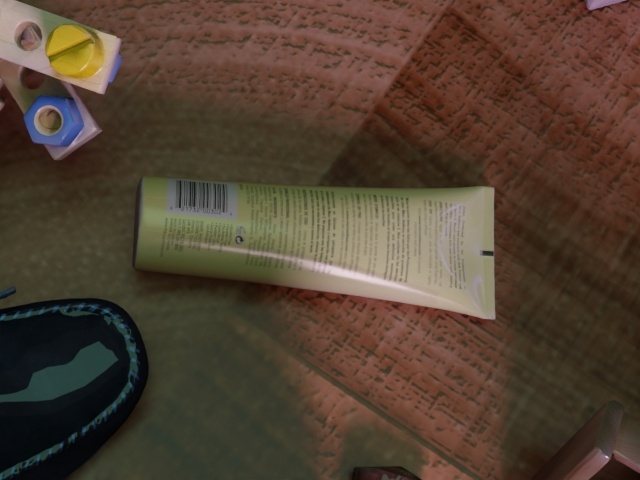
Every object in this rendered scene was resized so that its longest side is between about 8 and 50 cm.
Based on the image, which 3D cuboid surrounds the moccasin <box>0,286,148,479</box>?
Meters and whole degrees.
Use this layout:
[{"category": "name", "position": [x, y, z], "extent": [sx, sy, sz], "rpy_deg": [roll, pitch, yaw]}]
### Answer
[{"category": "moccasin", "position": [-0.255, 0.126, 0.640], "extent": [0.342, 0.117, 0.138], "rpy_deg": [-26, 77, -14]}]

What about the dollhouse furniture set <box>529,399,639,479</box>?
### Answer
[{"category": "dollhouse furniture set", "position": [0.174, 0.236, 0.614], "extent": [0.161, 0.212, 0.242], "rpy_deg": [30, 45, 1]}]

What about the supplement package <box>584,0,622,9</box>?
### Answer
[{"category": "supplement package", "position": [0.241, -0.308, 0.797], "extent": [0.149, 0.194, 0.203], "rpy_deg": [-17, 75, -11]}]

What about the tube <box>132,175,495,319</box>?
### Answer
[{"category": "tube", "position": [0.000, 0.000, 0.747], "extent": [0.240, 0.062, 0.070], "rpy_deg": [4, 116, -11]}]

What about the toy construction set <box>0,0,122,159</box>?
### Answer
[{"category": "toy construction set", "position": [-0.288, -0.145, 0.705], "extent": [0.215, 0.151, 0.327], "rpy_deg": [-45, 73, 7]}]

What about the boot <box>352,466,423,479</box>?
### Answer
[{"category": "boot", "position": [0.061, 0.197, 0.699], "extent": [0.106, 0.037, 0.114], "rpy_deg": [15, 67, 0]}]
